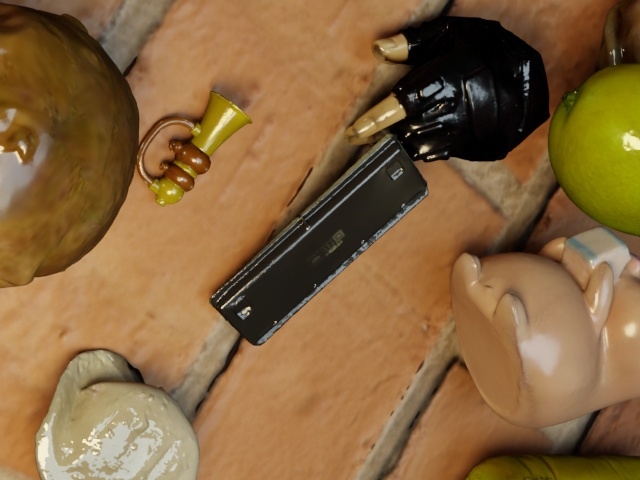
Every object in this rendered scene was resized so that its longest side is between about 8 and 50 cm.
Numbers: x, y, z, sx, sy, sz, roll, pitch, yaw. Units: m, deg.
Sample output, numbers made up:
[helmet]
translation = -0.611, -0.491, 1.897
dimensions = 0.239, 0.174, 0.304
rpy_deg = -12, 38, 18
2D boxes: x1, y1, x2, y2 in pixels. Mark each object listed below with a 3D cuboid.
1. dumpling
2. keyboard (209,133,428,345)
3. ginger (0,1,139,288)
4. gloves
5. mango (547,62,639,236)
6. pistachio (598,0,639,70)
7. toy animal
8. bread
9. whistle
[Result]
[dumpling]
translation = -0.181, 0.188, 1.209
dimensions = 0.150, 0.092, 0.176
rpy_deg = -12, 110, -39
[keyboard]
translation = 0.000, 0.000, 1.307
dimensions = 0.230, 0.025, 0.093
rpy_deg = -42, 136, -3
[ginger]
translation = -0.226, -0.070, 1.016
dimensions = 0.269, 0.223, 0.200
rpy_deg = 0, 100, -37
[gloves]
translation = 0.115, -0.134, 1.349
dimensions = 0.203, 0.124, 0.164
rpy_deg = -35, 105, -35
[mango]
translation = 0.336, -0.077, 1.418
dimensions = 0.273, 0.185, 0.149
rpy_deg = 35, 53, -53
[pistachio]
translation = 0.417, -0.186, 1.544
dimensions = 0.293, 0.162, 0.181
rpy_deg = 11, 70, -41
[toy animal]
translation = 0.264, 0.086, 1.487
dimensions = 0.256, 0.195, 0.213
rpy_deg = -14, 125, -21
[bread]
translation = 0.279, 0.321, 1.616
dimensions = 0.383, 0.112, 0.166
rpy_deg = 7, 101, -42
[whistle]
translation = -0.113, -0.081, 1.219
dimensions = 0.109, 0.046, 0.057
rpy_deg = -50, 143, -9
